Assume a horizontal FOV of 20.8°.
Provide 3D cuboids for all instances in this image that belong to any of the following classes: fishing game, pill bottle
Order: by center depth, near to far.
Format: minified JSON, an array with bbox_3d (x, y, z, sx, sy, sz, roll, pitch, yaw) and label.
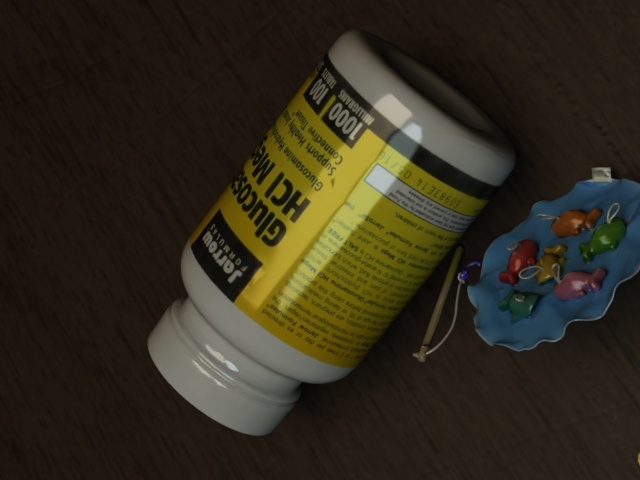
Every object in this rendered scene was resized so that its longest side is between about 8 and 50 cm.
[{"bbox_3d":[0.195,0.009,1.428,0.264,0.041,0.189,-16,37,41],"label":"fishing game"},{"bbox_3d":[0.000,0.000,1.508,0.188,0.188,0.334,44,106,24],"label":"pill bottle"}]

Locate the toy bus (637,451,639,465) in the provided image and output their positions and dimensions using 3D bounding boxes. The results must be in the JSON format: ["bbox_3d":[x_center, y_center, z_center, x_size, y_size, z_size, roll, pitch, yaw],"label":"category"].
[{"bbox_3d":[0.356,0.156,1.333,0.220,0.149,0.211,17,102,26],"label":"toy bus"}]
